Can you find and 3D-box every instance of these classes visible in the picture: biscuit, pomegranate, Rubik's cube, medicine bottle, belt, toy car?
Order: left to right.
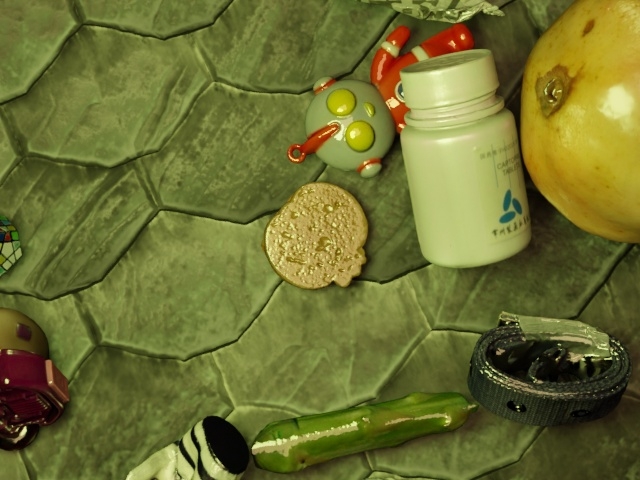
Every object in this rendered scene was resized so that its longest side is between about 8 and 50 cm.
[{"bbox_3d":[-0.554,0.181,1.726,0.341,0.271,0.240,-11,63,-1],"label":"toy car"},{"bbox_3d":[-0.517,0.009,1.802,0.093,0.111,0.111,7,83,32],"label":"Rubik's cube"},{"bbox_3d":[-0.001,0.000,1.796,0.170,0.050,0.170,0,87,-4],"label":"biscuit"},{"bbox_3d":[0.205,-0.119,1.689,0.170,0.170,0.292,-12,107,2],"label":"medicine bottle"},{"bbox_3d":[0.335,0.197,1.716,0.231,0.126,0.139,3,56,4],"label":"belt"},{"bbox_3d":[0.482,-0.196,1.625,0.412,0.411,0.411,0,84,3],"label":"pomegranate"}]

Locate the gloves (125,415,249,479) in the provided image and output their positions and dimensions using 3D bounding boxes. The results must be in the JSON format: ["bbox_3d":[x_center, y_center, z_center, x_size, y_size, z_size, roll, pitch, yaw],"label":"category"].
[{"bbox_3d":[-0.206,0.369,1.741,0.140,0.131,0.218,45,119,5],"label":"gloves"}]

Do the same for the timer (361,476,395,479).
[{"bbox_3d":[0.096,0.492,1.654,0.291,0.290,0.315,-13,60,2],"label":"timer"}]

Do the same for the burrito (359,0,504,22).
[{"bbox_3d":[0.071,-0.422,1.786,0.446,0.139,0.101,16,56,9],"label":"burrito"}]

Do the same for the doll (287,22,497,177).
[{"bbox_3d":[0.098,-0.207,1.782,0.336,0.105,0.199,-27,86,0],"label":"doll"}]

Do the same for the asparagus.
[{"bbox_3d":[0.065,0.281,1.743,0.343,0.085,0.082,-13,71,-4],"label":"asparagus"}]
